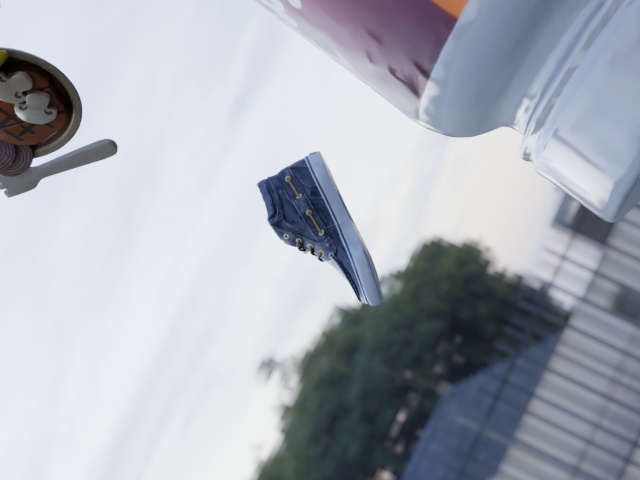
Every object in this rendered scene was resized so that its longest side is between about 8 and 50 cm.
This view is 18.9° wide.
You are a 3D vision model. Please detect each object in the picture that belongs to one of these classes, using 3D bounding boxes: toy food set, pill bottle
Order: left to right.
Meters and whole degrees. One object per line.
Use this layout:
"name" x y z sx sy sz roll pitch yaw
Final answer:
"toy food set" -0.250 -0.097 1.495 0.192 0.132 0.038 51 -152 -42
"pill bottle" 0.060 -0.197 1.065 0.224 0.392 0.224 -50 -11 -14

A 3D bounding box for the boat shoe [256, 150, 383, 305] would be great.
"boat shoe" 0.000 0.000 2.099 0.083 0.183 0.065 -26 -12 5
